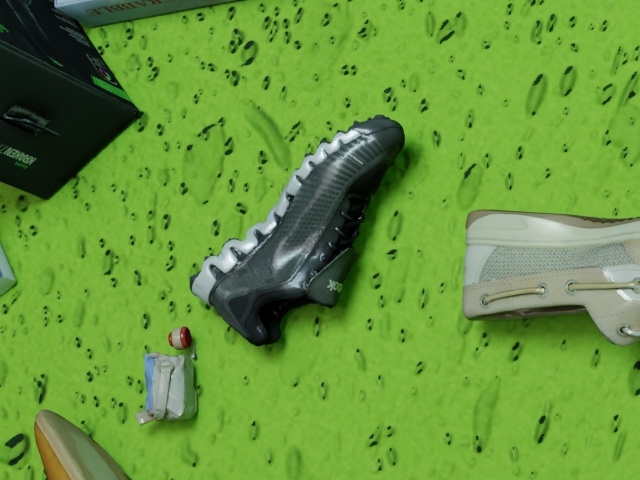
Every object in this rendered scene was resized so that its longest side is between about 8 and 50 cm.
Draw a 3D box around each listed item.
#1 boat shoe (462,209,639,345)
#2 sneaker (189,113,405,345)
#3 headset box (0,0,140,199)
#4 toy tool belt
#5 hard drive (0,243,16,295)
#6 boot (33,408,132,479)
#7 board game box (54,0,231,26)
[{"bbox_3d":[0.243,0.034,1.425,0.302,0.109,0.098,5,85,33],"label":"boat shoe"},{"bbox_3d":[0.000,0.000,1.571,0.234,0.078,0.106,-44,65,15],"label":"sneaker"},{"bbox_3d":[-0.325,-0.189,1.679,0.131,0.246,0.283,-41,63,13],"label":"headset box"},{"bbox_3d":[-0.138,0.117,1.621,0.051,0.052,0.083,-7,73,16],"label":"toy tool belt"},{"bbox_3d":[-0.437,-0.038,1.815,0.210,0.040,0.319,-34,65,15],"label":"hard drive"},{"bbox_3d":[-0.222,0.313,1.585,0.211,0.104,0.295,-42,67,11],"label":"boot"},{"bbox_3d":[-0.090,-0.375,1.711,0.318,0.066,0.318,-6,75,26],"label":"board game box"}]
